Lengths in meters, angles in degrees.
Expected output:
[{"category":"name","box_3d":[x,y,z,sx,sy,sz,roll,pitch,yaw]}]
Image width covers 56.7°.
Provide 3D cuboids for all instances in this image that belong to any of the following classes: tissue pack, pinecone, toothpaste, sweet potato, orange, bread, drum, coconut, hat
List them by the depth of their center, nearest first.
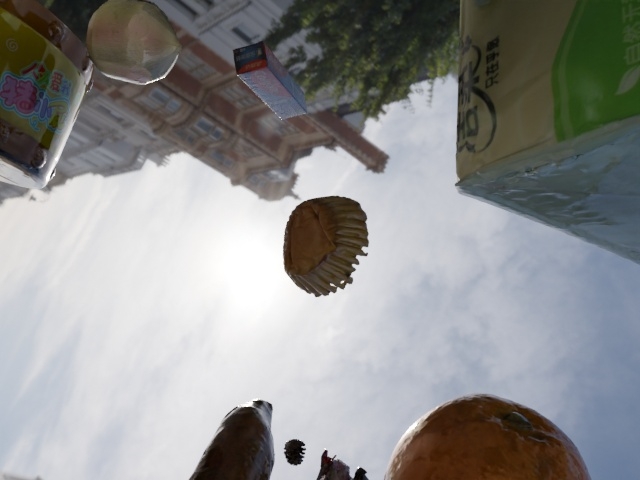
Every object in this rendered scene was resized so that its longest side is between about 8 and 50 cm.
[{"category":"tissue pack","box_3d":[0.278,-0.199,0.488,0.205,0.332,0.404,-17,-118,56]},{"category":"sweet potato","box_3d":[-0.096,0.253,0.602,0.097,0.097,0.292,-36,-171,30]},{"category":"coconut","box_3d":[-0.244,-0.267,0.797,0.124,0.110,0.110,9,-116,7]},{"category":"orange","box_3d":[0.246,0.382,0.871,0.312,0.312,0.312,-32,-138,34]},{"category":"drum","box_3d":[-0.577,-0.256,0.884,0.431,0.431,0.214,4,-108,53]},{"category":"hat","box_3d":[0.082,0.554,1.262,0.140,0.227,0.129,-64,169,8]},{"category":"toothpaste","box_3d":[-0.113,-0.375,1.422,0.076,0.320,0.066,-12,-98,13]},{"category":"bread","box_3d":[0.000,0.000,1.511,0.274,0.149,0.274,-20,-124,33]},{"category":"pinecone","box_3d":[-0.081,0.677,1.897,0.077,0.077,0.083,9,-64,54]}]
